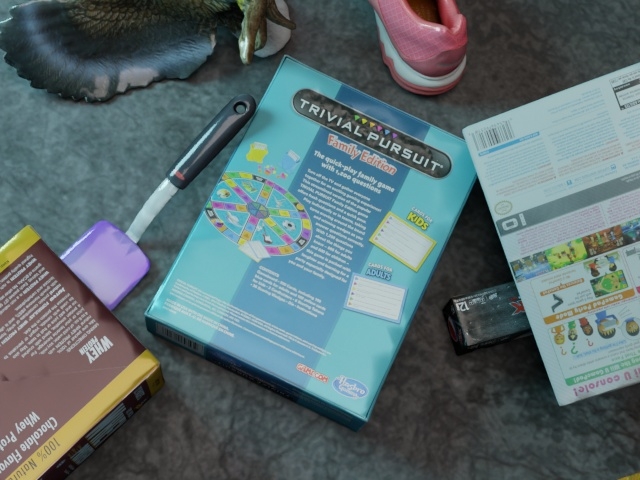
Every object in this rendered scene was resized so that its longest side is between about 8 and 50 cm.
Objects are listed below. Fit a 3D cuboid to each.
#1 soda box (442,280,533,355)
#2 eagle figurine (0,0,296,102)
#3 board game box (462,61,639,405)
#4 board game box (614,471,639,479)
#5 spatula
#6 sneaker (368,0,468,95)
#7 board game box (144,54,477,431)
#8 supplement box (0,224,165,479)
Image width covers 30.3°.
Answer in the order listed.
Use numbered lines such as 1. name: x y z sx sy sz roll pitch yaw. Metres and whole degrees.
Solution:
1. soda box: 0.224 0.075 1.304 0.169 0.053 0.060 -14 75 -11
2. eagle figurine: -0.189 -0.289 1.327 0.298 0.225 0.226 -3 25 22
3. board game box: 0.304 -0.008 1.214 0.224 0.097 0.303 -19 81 13
4. board game box: 0.407 0.430 1.052 0.356 0.356 0.356 18 71 -1
5. spatula: -0.172 -0.044 1.275 0.084 0.030 0.296 43 95 6
6. sneaker: 0.086 -0.327 1.374 0.116 0.136 0.313 -28 78 -16
7. board game box: 0.000 0.000 1.287 0.254 0.079 0.336 26 71 2
8. supplement box: -0.290 0.130 1.179 0.194 0.129 0.191 45 75 8
